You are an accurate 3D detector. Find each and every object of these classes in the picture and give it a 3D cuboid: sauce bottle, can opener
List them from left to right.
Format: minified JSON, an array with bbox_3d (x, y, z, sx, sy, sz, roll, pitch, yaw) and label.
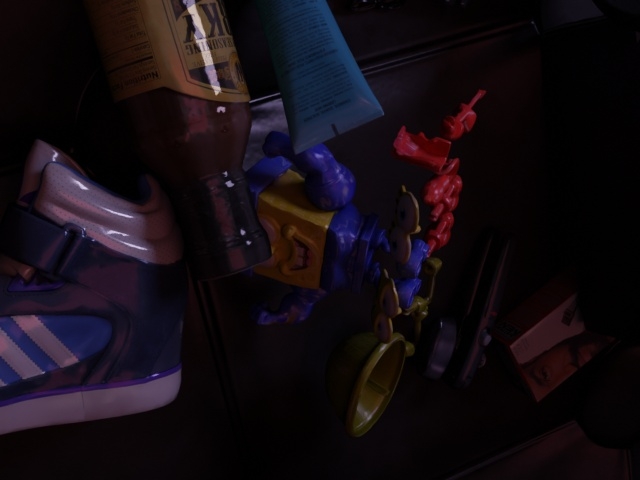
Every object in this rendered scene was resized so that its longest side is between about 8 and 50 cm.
[{"bbox_3d":[-0.119,-0.140,0.748,0.111,0.111,0.344,-20,101,-18],"label":"sauce bottle"},{"bbox_3d":[0.172,0.076,1.006,0.073,0.059,0.186,23,93,-50],"label":"can opener"}]

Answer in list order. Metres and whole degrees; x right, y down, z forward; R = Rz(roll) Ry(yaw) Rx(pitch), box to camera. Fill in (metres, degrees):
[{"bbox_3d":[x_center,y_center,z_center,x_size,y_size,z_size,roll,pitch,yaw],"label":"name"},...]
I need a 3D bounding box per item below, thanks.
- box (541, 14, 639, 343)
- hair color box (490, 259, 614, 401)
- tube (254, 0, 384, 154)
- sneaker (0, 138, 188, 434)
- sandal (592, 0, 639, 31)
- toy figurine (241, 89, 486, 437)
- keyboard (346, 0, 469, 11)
[{"bbox_3d":[0.436,-0.091,0.981,0.312,0.179,0.343,-13,98,-21],"label":"box"},{"bbox_3d":[0.285,0.098,1.070,0.167,0.053,0.093,-36,117,-10],"label":"hair color box"},{"bbox_3d":[-0.017,-0.177,0.781,0.080,0.207,0.052,-25,157,16],"label":"tube"},{"bbox_3d":[-0.271,0.035,0.766,0.322,0.130,0.236,-4,97,-20],"label":"sneaker"},{"bbox_3d":[0.365,-0.388,0.847,0.446,0.167,0.107,-59,147,-15],"label":"sandal"},{"bbox_3d":[0.000,0.000,0.880,0.191,0.217,0.363,-56,161,-44],"label":"toy figurine"},{"bbox_3d":[0.073,-0.253,0.859,0.180,0.023,0.108,5,140,-30],"label":"keyboard"}]
